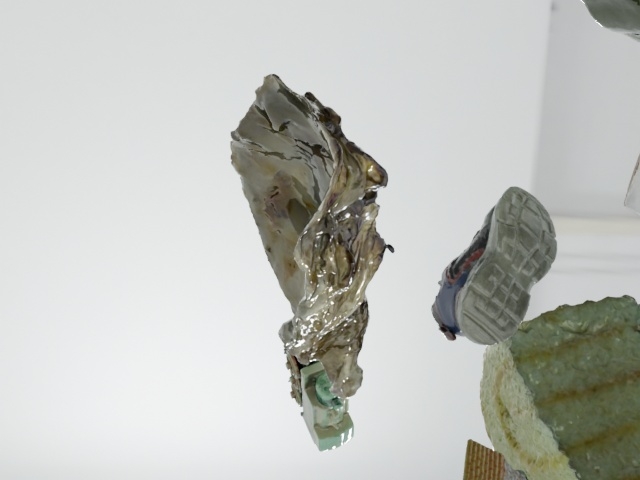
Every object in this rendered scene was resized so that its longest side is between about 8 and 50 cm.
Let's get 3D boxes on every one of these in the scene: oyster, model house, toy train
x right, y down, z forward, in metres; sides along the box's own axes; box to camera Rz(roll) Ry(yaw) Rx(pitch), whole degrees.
[{"bbox_3d":[-0.008,-0.015,1.192,0.111,0.204,0.396,-18,155,-9],"label":"oyster"},{"bbox_3d":[0.176,0.295,1.623,0.101,0.100,0.088,-27,-148,31],"label":"model house"},{"bbox_3d":[0.003,0.219,2.015,0.081,0.125,0.194,-21,152,-11],"label":"toy train"}]

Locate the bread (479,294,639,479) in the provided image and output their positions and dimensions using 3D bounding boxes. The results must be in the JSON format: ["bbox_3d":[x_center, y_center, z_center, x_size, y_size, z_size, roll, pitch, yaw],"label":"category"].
[{"bbox_3d":[0.402,0.303,2.014,0.239,0.264,0.395,-11,-127,-17],"label":"bread"}]

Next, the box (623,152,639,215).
[{"bbox_3d":[0.512,-0.056,1.542,0.274,0.116,0.203,35,-128,23],"label":"box"}]

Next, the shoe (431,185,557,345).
[{"bbox_3d":[0.205,0.042,1.707,0.099,0.227,0.125,37,148,-13],"label":"shoe"}]

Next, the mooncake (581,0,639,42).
[{"bbox_3d":[0.474,-0.424,1.806,0.351,0.351,0.187,2,-176,-25],"label":"mooncake"}]
